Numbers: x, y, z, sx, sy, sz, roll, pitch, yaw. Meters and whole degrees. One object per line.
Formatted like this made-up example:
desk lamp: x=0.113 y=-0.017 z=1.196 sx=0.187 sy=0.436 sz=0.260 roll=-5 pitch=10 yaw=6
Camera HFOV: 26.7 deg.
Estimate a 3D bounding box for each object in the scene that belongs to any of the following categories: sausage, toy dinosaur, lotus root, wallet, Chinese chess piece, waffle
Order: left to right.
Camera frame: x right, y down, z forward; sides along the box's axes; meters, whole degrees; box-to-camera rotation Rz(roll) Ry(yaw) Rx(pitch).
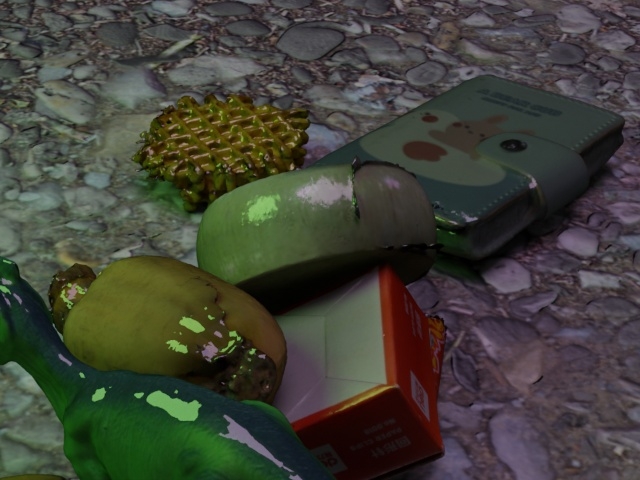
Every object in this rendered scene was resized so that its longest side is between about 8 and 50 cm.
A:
lotus root: x=-0.129 y=0.092 z=1.169 sx=0.303 sy=0.131 sz=0.146 roll=15 pitch=59 yaw=48
waffle: x=-0.114 y=-0.101 z=1.537 sx=0.197 sy=0.070 sz=0.193 roll=5 pitch=35 yaw=4
toy dinosaur: x=-0.054 y=0.119 z=0.923 sx=0.144 sy=0.500 sz=0.374 roll=-41 pitch=100 yaw=-41
Chinese chess piece: x=0.000 y=0.000 z=1.271 sx=0.238 sy=0.238 sz=0.092 roll=-5 pitch=74 yaw=-15
sausage: x=0.089 y=0.126 z=1.253 sx=0.050 sy=0.048 sz=0.145 roll=41 pitch=33 yaw=-17
wallet: x=0.181 y=-0.093 z=1.556 sx=0.252 sy=0.083 sz=0.360 roll=24 pitch=39 yaw=33

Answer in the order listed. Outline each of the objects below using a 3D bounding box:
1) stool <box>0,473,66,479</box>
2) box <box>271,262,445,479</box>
stool: x=-0.250 y=0.235 z=0.996 sx=0.111 sy=0.135 sz=0.134 roll=8 pitch=79 yaw=-1
box: x=0.029 y=0.123 z=1.175 sx=0.133 sy=0.099 sz=0.182 roll=-25 pitch=31 yaw=14
